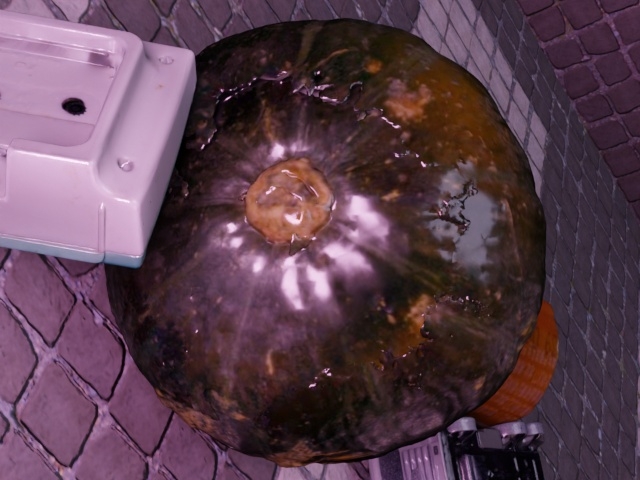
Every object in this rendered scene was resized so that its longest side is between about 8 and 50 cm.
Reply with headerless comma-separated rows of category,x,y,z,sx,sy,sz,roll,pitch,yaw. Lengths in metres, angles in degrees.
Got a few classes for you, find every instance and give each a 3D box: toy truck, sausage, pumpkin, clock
toy truck,0.203,0.326,1.578,0.367,0.175,0.146,20,54,-55
sausage,0.158,0.119,1.578,0.287,0.233,0.233,27,50,-49
pumpkin,0.000,0.000,1.175,0.344,0.454,0.454,19,56,-74
clock,-0.249,-0.109,0.982,0.116,0.262,0.231,102,-1,-47
